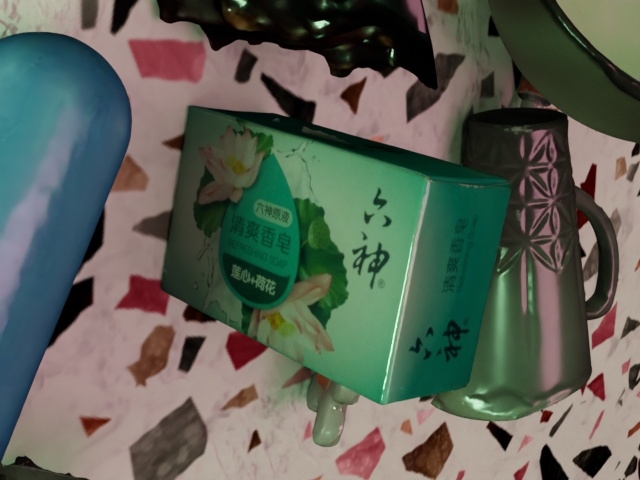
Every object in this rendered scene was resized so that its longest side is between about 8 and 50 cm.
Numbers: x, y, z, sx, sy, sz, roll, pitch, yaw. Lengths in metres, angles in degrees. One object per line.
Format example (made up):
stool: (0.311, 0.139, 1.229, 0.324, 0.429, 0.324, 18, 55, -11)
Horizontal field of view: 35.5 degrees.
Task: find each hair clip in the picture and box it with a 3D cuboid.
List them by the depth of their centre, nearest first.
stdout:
hair clip: (0.042, 0.088, 0.851, 0.257, 0.075, 0.146, 106, 6, -56)

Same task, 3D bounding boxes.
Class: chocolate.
chocolate: (-0.032, -0.206, 0.702, 0.177, 0.206, 0.224, -13, 114, 5)

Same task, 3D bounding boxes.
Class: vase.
vase: (0.216, 0.015, 1.048, 0.251, 0.156, 0.300, -14, 111, -26)

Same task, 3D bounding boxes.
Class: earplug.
earplug: (-0.201, 0.003, 0.588, 0.132, 0.132, 0.273, 34, 76, -50)

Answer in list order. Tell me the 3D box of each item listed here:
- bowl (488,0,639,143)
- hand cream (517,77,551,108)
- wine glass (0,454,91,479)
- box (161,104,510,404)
bowl: (0.300, -0.233, 0.946, 0.354, 0.354, 0.185, -46, 177, -25)
hand cream: (0.252, -0.222, 1.071, 0.052, 0.038, 0.216, 40, 68, -74)
wine glass: (-0.189, 0.273, 0.652, 0.156, 0.156, 0.232, 28, 75, -50)
box: (0.000, 0.000, 0.714, 0.092, 0.245, 0.153, -1, 106, -45)
